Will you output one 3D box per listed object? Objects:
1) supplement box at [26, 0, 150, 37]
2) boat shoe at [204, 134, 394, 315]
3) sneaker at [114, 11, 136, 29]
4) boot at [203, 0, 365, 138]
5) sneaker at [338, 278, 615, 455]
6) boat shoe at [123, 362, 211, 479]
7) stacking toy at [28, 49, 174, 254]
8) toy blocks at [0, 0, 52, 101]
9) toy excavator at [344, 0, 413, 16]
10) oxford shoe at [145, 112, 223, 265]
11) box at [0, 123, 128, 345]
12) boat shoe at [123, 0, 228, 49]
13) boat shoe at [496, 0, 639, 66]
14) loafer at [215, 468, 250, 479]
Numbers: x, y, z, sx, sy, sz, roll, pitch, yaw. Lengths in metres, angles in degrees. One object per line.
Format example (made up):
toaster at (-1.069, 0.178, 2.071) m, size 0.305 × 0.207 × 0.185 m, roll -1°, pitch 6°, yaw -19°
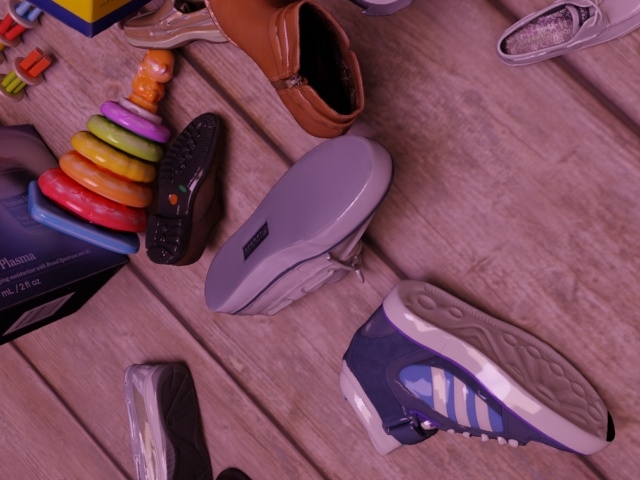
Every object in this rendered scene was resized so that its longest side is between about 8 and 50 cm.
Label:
supplement box at (-0.265, -0.453, 0.734) m, size 0.195 × 0.194 × 0.357 m, roll 31°, pitch 138°, yaw 4°
boat shoe at (0.000, 0.008, 0.866) m, size 0.367 × 0.156 × 0.136 m, roll -43°, pitch 44°, yaw 38°
sneaker at (-0.303, -0.370, 0.960) m, size 0.067 × 0.042 × 0.119 m, roll 13°, pitch 100°, yaw 16°
boot at (-0.048, -0.242, 0.763) m, size 0.109 × 0.220 × 0.284 m, roll -28°, pitch 99°, yaw -4°
sneaker at (0.176, 0.217, 0.863) m, size 0.322 × 0.130 × 0.236 m, roll 32°, pitch 123°, yaw 8°
boat shoe at (-0.260, 0.359, 1.088) m, size 0.103 × 0.118 × 0.321 m, roll -3°, pitch 98°, yaw 30°
stacking toy at (-0.287, -0.145, 0.965) m, size 0.302 × 0.165 × 0.175 m, roll -62°, pitch 31°, yaw 6°
toy blocks at (-0.468, -0.309, 1.041) m, size 0.148 × 0.054 × 0.123 m, roll -31°, pitch 89°, yaw 26°
toy excavator at (0.091, -0.463, 0.631) m, size 0.432 × 0.222 × 0.445 m, roll 8°, pitch 122°, yaw -16°
oxford shoe at (-0.183, -0.073, 0.966) m, size 0.082 × 0.096 × 0.227 m, roll 19°, pitch 92°, yaw 32°
box at (-0.514, -0.004, 1.002) m, size 0.182 × 0.296 × 0.294 m, roll -39°, pitch 86°, yaw 27°
boat shoe at (-0.190, -0.310, 0.902) m, size 0.189 × 0.068 × 0.072 m, roll -2°, pitch 141°, yaw 16°
boat shoe at (0.281, -0.244, 0.724) m, size 0.184 × 0.063 × 0.066 m, roll -11°, pitch 98°, yaw 26°
loafer at (-0.097, 0.465, 1.058) m, size 0.220 × 0.078 × 0.080 m, roll 34°, pitch 114°, yaw 13°
